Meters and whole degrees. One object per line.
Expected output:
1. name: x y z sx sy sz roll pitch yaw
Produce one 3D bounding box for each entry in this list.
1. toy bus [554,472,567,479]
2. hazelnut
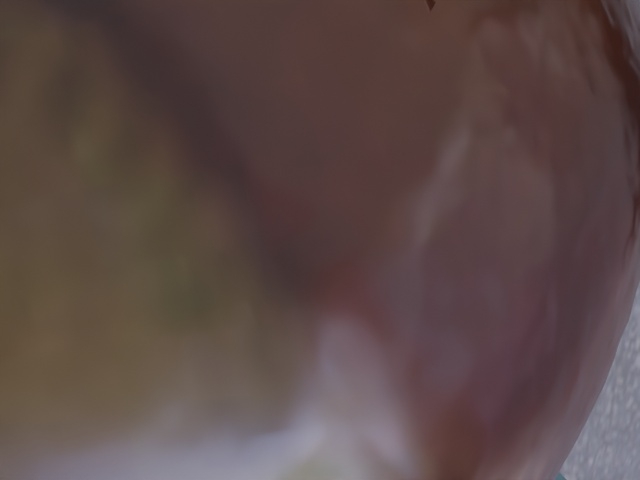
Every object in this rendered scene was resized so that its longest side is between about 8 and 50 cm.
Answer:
1. toy bus: 0.086 0.180 1.328 0.128 0.256 0.147 16 105 -29
2. hazelnut: -0.085 -0.031 0.503 0.365 0.366 0.366 -2 73 6
